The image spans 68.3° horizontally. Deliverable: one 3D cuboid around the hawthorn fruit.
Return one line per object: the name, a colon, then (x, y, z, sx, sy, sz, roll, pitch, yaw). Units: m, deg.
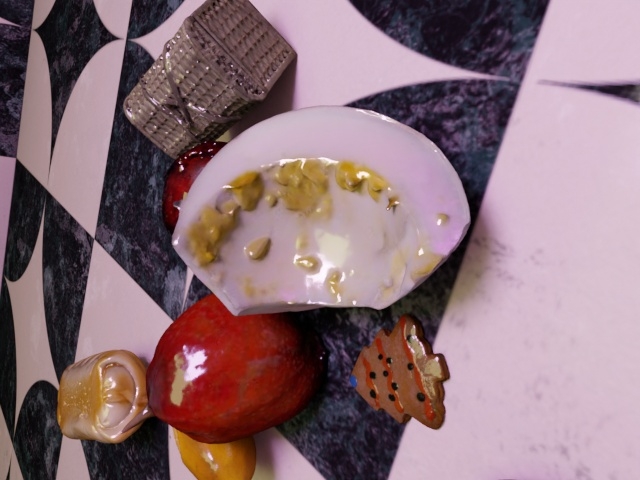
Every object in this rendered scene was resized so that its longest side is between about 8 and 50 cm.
hawthorn fruit: (-0.121, 0.159, 0.581, 0.189, 0.251, 0.190, 45, 146, 42)

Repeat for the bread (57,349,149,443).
bread: (-0.449, 0.319, 0.977, 0.311, 0.121, 0.173, -20, 71, 44)

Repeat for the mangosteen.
mangosteen: (-0.144, -0.048, 0.666, 0.180, 0.166, 0.166, 136, 125, -64)

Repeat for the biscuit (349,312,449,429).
biscuit: (0.079, 0.146, 0.510, 0.130, 0.019, 0.120, -29, 68, 42)

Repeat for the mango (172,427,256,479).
mango: (-0.152, 0.266, 0.665, 0.217, 0.102, 0.141, 33, 136, 55)

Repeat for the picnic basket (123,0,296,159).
picnic basket: (-0.161, -0.220, 0.655, 0.196, 0.134, 0.154, -23, 31, 44)

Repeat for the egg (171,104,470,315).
egg: (0.007, -0.016, 0.497, 0.270, 0.162, 0.206, -1, 58, 11)
